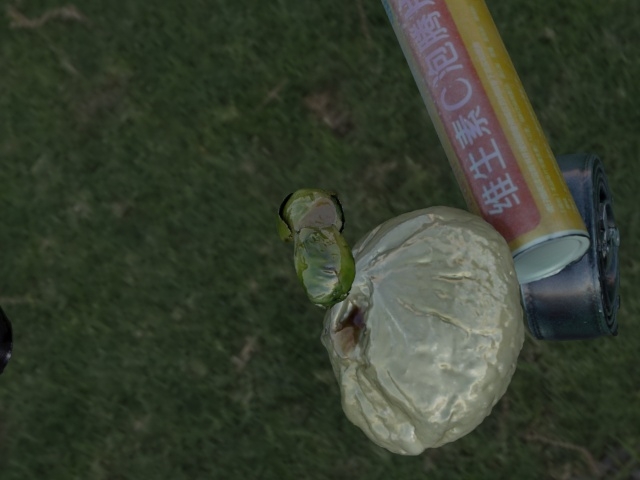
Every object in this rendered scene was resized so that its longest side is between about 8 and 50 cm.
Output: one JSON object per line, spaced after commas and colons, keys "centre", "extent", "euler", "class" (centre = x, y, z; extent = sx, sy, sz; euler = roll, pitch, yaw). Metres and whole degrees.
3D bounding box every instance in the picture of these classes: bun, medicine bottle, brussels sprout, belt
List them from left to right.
{"centre": [0.000, 0.000, 0.950], "extent": [0.046, 0.051, 0.083], "euler": [-21, 45, -4], "class": "brussels sprout"}
{"centre": [0.071, 0.076, 1.307], "extent": [0.220, 0.134, 0.220], "euler": [-31, 53, 52], "class": "bun"}
{"centre": [0.135, -0.166, 1.426], "extent": [0.108, 0.108, 0.426], "euler": [-28, 66, 15], "class": "medicine bottle"}
{"centre": [0.276, 0.008, 1.697], "extent": [0.116, 0.267, 0.206], "euler": [-5, 89, 16], "class": "belt"}

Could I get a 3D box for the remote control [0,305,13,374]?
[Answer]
{"centre": [-0.320, 0.003, 1.026], "extent": [0.266, 0.066, 0.090], "euler": [42, 96, 5], "class": "remote control"}
